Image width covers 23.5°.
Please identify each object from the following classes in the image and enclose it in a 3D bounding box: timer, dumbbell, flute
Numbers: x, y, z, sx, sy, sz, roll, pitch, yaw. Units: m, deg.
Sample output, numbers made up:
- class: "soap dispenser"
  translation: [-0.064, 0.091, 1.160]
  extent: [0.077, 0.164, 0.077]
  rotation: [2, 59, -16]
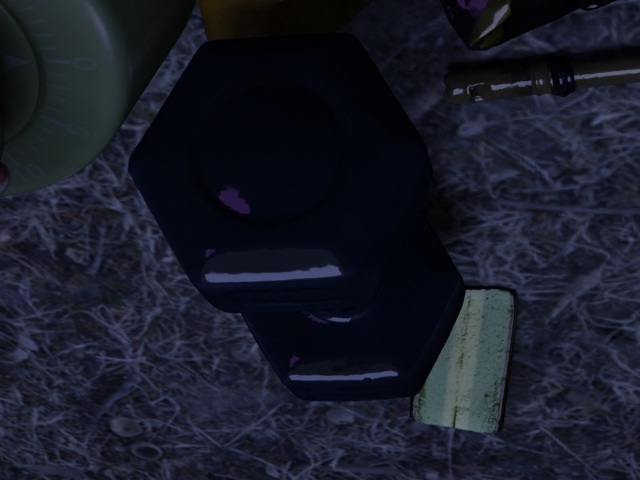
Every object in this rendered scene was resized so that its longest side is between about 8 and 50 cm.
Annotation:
- class: "timer"
  translation: [-0.236, -0.086, 0.837]
  extent: [0.291, 0.315, 0.290]
  rotation: [7, 139, 6]
- class: "dumbbell"
  translation: [0.000, 0.000, 0.921]
  extent: [0.144, 0.160, 0.325]
  rotation: [-32, 161, -2]
- class: "flute"
  translation: [0.187, -0.104, 0.925]
  extent: [0.233, 0.027, 0.027]
  rotation: [-4, 137, 20]

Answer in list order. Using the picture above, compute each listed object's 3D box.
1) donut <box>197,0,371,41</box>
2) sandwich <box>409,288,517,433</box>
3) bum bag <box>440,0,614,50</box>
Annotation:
- class: "donut"
  translation: [0.020, -0.179, 0.838]
  extent: [0.259, 0.101, 0.152]
  rotation: [-10, 129, 31]
- class: "sandwich"
  translation: [0.111, 0.078, 1.172]
  extent: [0.074, 0.074, 0.116]
  rotation: [8, 108, 7]
- class: "bum bag"
  translation: [0.140, -0.162, 0.753]
  extent: [0.060, 0.232, 0.106]
  rotation: [-26, 86, 58]
